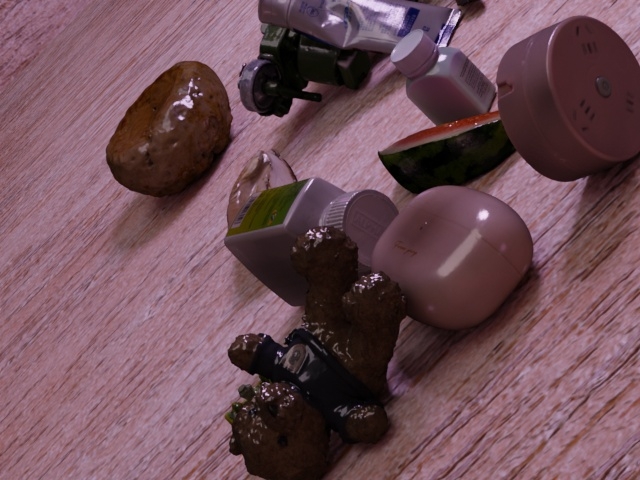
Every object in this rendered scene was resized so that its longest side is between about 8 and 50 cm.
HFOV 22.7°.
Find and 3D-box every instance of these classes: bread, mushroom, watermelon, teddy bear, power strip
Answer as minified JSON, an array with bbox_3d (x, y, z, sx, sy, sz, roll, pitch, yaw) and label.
[{"bbox_3d":[-0.225,-0.162,2.429,0.230,0.123,0.230,-39,29,26],"label":"bread"},{"bbox_3d":[-0.079,-0.040,2.043,0.094,0.072,0.210,-38,21,15],"label":"mushroom"},{"bbox_3d":[0.149,-0.111,1.797,0.245,0.063,0.119,-18,23,50],"label":"watermelon"},{"bbox_3d":[0.008,0.127,1.567,0.182,0.129,0.251,35,98,39],"label":"teddy bear"},{"bbox_3d":[0.249,-0.137,1.544,0.078,0.154,0.154,-25,32,47],"label":"power strip"}]

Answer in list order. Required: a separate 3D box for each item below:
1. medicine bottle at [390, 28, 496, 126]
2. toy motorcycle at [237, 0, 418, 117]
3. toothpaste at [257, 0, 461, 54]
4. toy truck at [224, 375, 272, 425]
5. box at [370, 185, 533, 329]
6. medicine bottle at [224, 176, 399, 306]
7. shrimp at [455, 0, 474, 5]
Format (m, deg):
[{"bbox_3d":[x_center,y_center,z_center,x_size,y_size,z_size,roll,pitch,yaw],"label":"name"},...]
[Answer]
[{"bbox_3d":[0.138,-0.188,1.850,0.074,0.118,0.055,-22,34,46],"label":"medicine bottle"},{"bbox_3d":[0.011,-0.278,2.214,0.205,0.127,0.275,13,69,29],"label":"toy motorcycle"},{"bbox_3d":[0.047,-0.292,2.105,0.266,0.061,0.096,13,59,18],"label":"toothpaste"},{"bbox_3d":[-0.048,0.163,1.661,0.111,0.077,0.076,-51,24,-10],"label":"toy truck"},{"bbox_3d":[0.128,0.016,1.579,0.146,0.088,0.200,-51,24,-5],"label":"box"},{"bbox_3d":[0.000,0.000,1.769,0.188,0.132,0.088,-12,40,52],"label":"medicine bottle"},{"bbox_3d":[0.243,-0.354,2.027,0.169,0.058,0.296,-51,19,9],"label":"shrimp"}]
